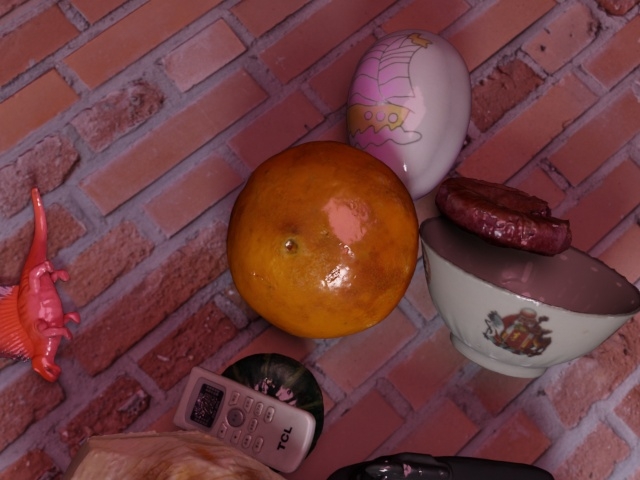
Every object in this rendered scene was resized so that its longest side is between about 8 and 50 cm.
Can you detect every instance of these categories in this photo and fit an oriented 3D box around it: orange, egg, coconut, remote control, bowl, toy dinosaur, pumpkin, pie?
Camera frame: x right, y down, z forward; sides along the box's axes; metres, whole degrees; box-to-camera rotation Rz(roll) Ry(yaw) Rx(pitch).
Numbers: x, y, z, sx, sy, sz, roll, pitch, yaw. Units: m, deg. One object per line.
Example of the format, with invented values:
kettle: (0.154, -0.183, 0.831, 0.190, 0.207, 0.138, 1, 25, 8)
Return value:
orange: (0.000, 0.000, 1.753, 0.283, 0.226, 0.284, 0, 89, 19)
egg: (0.130, -0.192, 1.885, 0.196, 0.196, 0.271, 23, 67, -1)
coconut: (-0.171, 0.406, 1.482, 0.415, 0.415, 0.345, 3, 86, -9)
remote control: (-0.100, 0.240, 1.649, 0.190, 0.029, 0.087, 21, 90, 17)
bowl: (0.281, 0.097, 1.795, 0.337, 0.337, 0.158, 16, 109, -4)
toy dinosaur: (-0.432, 0.074, 1.768, 0.139, 0.070, 0.286, -20, 71, 6)
pumpkin: (-0.074, 0.240, 1.722, 0.167, 0.125, 0.167, -4, 75, 15)
pie: (0.275, -0.040, 1.852, 0.204, 0.219, 0.054, 7, 111, -28)

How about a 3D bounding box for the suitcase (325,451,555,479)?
suitcase: (0.173, 0.458, 1.635, 0.339, 0.188, 0.345, 9, 68, -25)
